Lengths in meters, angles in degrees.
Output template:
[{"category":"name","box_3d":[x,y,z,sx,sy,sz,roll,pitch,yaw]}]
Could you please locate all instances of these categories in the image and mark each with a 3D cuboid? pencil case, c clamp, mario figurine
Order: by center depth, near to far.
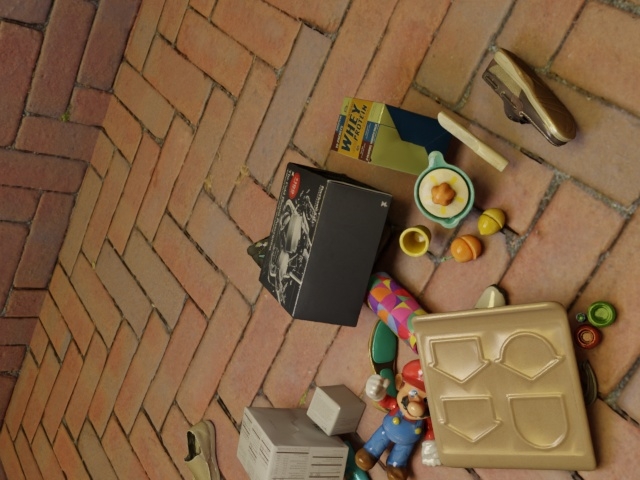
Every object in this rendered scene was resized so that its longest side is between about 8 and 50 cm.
[{"category":"c clamp","box_3d":[0.484,0.266,1.380,0.160,0.022,0.137,7,91,47]},{"category":"mario figurine","box_3d":[0.190,0.417,1.556,0.170,0.198,0.321,50,125,52]},{"category":"pencil case","box_3d":[0.196,0.173,1.641,0.236,0.104,0.105,43,116,38]}]

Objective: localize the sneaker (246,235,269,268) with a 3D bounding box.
[{"category":"sneaker","box_3d":[-0.098,0.014,1.984,0.267,0.101,0.106,-28,88,40]}]

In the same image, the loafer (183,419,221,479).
[{"category":"loafer","box_3d":[-0.388,0.718,2.192,0.101,0.092,0.269,-24,69,42]}]

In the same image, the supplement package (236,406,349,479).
[{"category":"supplement package","box_3d":[-0.078,0.544,1.753,0.262,0.203,0.145,-158,78,-67]}]

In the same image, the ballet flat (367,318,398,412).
[{"category":"ballet flat","box_3d":[0.145,0.310,1.694,0.073,0.080,0.233,-21,69,59]}]

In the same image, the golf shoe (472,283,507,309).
[{"category":"golf shoe","box_3d":[0.340,0.187,1.489,0.077,0.093,0.198,32,107,44]}]

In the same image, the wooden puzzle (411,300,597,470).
[{"category":"wooden puzzle","box_3d":[0.371,0.298,1.392,0.322,0.080,0.348,-11,96,33]}]

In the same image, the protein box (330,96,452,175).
[{"category":"protein box","box_3d":[0.166,-0.243,1.608,0.201,0.199,0.136,33,110,61]}]

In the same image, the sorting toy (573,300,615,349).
[{"category":"sorting toy","box_3d":[0.532,0.163,1.334,0.061,0.042,0.102,35,99,26]}]

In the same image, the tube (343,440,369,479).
[{"category":"tube","box_3d":[0.097,0.614,1.733,0.207,0.052,0.080,59,137,27]}]

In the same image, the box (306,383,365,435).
[{"category":"box","box_3d":[0.040,0.438,1.767,0.102,0.101,0.087,35,110,43]}]

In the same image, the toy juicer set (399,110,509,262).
[{"category":"toy juicer set","box_3d":[0.308,-0.094,1.496,0.209,0.089,0.329,20,114,18]}]

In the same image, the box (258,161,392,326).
[{"category":"box","box_3d":[0.000,0.000,1.735,0.312,0.178,0.344,-147,70,-65]}]

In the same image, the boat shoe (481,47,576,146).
[{"category":"boat shoe","box_3d":[0.434,-0.291,1.442,0.092,0.102,0.285,-52,48,35]}]
